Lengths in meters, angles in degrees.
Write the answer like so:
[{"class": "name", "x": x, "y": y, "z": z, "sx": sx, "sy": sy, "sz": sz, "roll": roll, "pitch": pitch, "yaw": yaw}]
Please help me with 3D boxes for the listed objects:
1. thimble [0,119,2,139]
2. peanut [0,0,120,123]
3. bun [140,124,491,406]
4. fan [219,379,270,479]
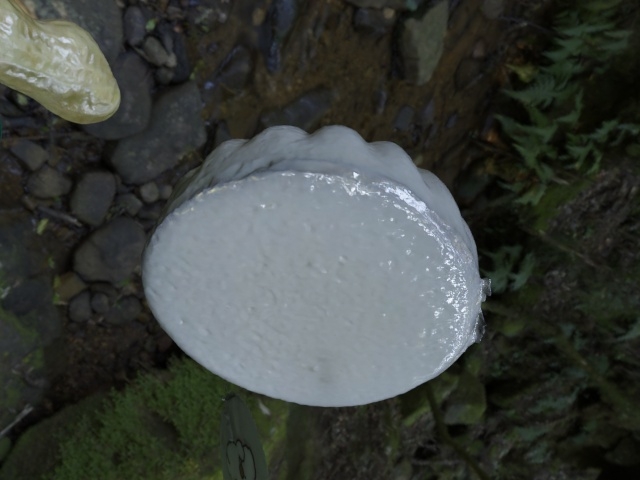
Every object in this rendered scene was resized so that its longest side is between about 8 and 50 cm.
[{"class": "thimble", "x": -0.655, "y": -0.169, "z": 1.050, "sx": 0.254, "sy": 0.167, "sz": 0.288, "roll": 8, "pitch": 125, "yaw": -49}, {"class": "peanut", "x": -0.454, "y": -0.303, "z": 1.094, "sx": 0.147, "sy": 0.148, "sz": 0.319, "roll": -57, "pitch": 145, "yaw": 0}, {"class": "bun", "x": 0.000, "y": 0.000, "z": 0.560, "sx": 0.175, "sy": 0.263, "sz": 0.263, "roll": -81, "pitch": -179, "yaw": -50}, {"class": "fan", "x": -0.094, "y": 0.182, "z": 0.688, "sx": 0.009, "sy": 0.329, "sz": 0.190, "roll": -6, "pitch": 158, "yaw": -23}]
